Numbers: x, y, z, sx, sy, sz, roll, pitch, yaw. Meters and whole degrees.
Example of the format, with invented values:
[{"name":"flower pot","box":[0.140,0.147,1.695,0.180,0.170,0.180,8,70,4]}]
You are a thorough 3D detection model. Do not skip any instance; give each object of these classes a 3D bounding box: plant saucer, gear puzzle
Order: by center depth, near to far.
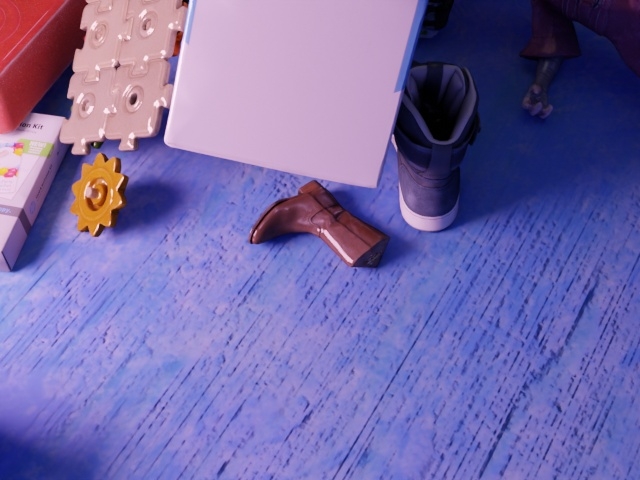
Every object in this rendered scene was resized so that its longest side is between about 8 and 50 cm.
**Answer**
[{"name":"gear puzzle","box":[-0.194,-0.168,1.023,0.175,0.044,0.339,1,78,41]},{"name":"plant saucer","box":[-0.414,-0.236,1.135,0.259,0.048,0.258,12,45,11]}]

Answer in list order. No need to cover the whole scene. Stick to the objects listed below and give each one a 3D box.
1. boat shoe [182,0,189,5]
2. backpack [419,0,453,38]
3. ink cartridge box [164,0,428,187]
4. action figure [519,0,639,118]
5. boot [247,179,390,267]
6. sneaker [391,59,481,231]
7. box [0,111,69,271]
[{"name":"boat shoe","box":[-0.280,-0.415,1.207,0.156,0.187,0.500,-37,66,-9]},{"name":"backpack","box":[0.102,-0.296,1.168,0.114,0.084,0.105,15,54,6]},{"name":"ink cartridge box","box":[-0.025,-0.201,0.946,0.197,0.198,0.270,12,22,-7]},{"name":"action figure","box":[0.321,-0.280,1.052,0.370,0.248,0.275,35,61,21]},{"name":"boot","box":[0.000,0.000,0.985,0.106,0.037,0.114,-39,66,-22]},{"name":"sneaker","box":[0.107,-0.146,1.011,0.086,0.163,0.226,-7,52,-2]},{"name":"box","box":[-0.362,-0.061,1.036,0.145,0.038,0.186,9,53,8]}]
